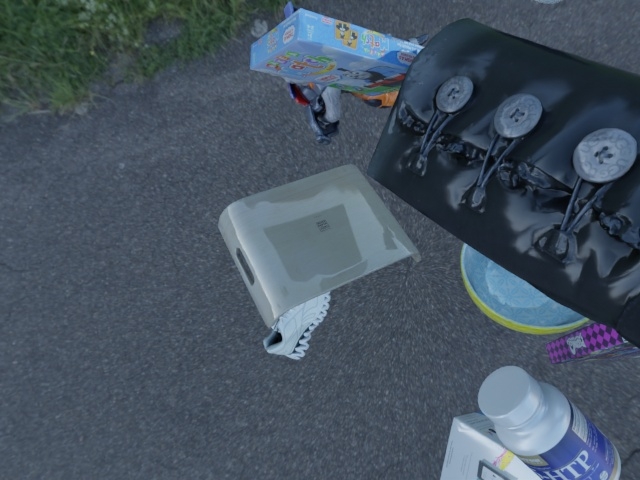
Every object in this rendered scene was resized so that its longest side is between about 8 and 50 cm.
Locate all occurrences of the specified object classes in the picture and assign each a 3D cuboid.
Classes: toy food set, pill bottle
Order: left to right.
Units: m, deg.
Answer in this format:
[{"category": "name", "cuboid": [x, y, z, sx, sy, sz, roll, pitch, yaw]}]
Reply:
[{"category": "toy food set", "cuboid": [0.000, 0.000, 0.741, 0.305, 0.092, 0.220, -22, 63, -19]}, {"category": "pill bottle", "cuboid": [0.320, 0.271, 0.594, 0.186, 0.112, 0.112, 42, 96, -10]}]

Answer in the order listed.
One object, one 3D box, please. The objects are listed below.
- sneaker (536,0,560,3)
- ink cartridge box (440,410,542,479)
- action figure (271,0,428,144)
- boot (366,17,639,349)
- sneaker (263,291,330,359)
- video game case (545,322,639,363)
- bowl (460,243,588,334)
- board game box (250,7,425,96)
[{"category": "sneaker", "cuboid": [0.331, -0.447, 0.505, 0.105, 0.123, 0.291, 24, 88, 13]}, {"category": "ink cartridge box", "cuboid": [0.476, 0.578, 1.014, 0.270, 0.198, 0.198, 15, 95, 53]}, {"category": "action figure", "cuboid": [0.044, -0.394, 0.868, 0.329, 0.178, 0.342, -16, 81, -29]}, {"category": "boot", "cuboid": [0.268, -0.116, 0.338, 0.367, 0.146, 0.445, -53, 38, 11]}, {"category": "sneaker", "cuboid": [-0.063, 0.200, 1.121, 0.110, 0.118, 0.293, 49, 122, 54]}, {"category": "video game case", "cuboid": [0.479, 0.138, 0.600, 0.209, 0.232, 0.042, -8, 66, 5]}, {"category": "bowl", "cuboid": [0.456, 0.088, 0.913, 0.288, 0.156, 0.290, -7, 55, 9]}, {"category": "board game box", "cuboid": [0.032, -0.238, 0.550, 0.211, 0.160, 0.039, 2, 99, -28]}]
